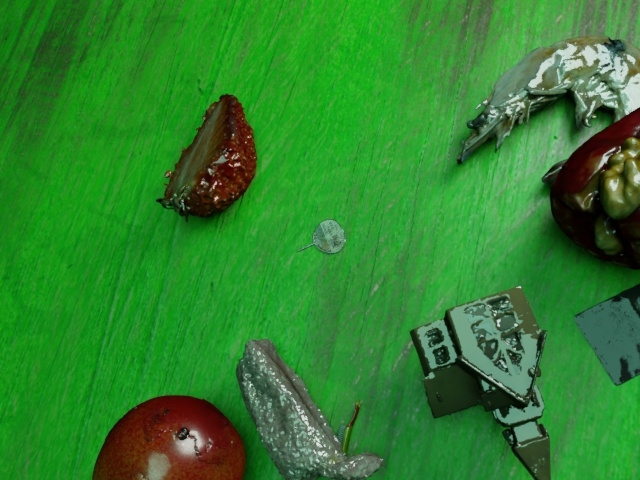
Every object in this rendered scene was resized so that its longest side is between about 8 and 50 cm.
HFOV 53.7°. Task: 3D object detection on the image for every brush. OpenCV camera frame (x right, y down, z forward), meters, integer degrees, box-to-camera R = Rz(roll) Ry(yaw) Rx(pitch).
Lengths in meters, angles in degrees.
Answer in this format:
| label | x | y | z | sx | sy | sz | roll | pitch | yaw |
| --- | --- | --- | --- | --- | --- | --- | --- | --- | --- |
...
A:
| label | x | y | z | sx | sy | sz | roll | pitch | yaw |
| --- | --- | --- | --- | --- | --- | --- | --- | --- | --- |
| brush | 0.041 | 0.280 | 0.951 | 0.021 | 0.019 | 0.083 | 13 | 77 | 24 |

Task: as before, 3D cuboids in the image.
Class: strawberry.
| label | x | y | z | sx | sy | sz | roll | pitch | yaw |
| --- | --- | --- | --- | --- | --- | --- | --- | --- | --- |
| strawberry | -0.168 | -0.128 | 1.083 | 0.175 | 0.106 | 0.236 | 20 | 73 | 53 |

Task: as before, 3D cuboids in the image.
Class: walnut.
| label | x | y | z | sx | sy | sz | roll | pitch | yaw |
| --- | --- | --- | --- | --- | --- | --- | --- | --- | --- |
| walnut | 0.467 | -0.095 | 0.875 | 0.269 | 0.244 | 0.221 | -44 | 50 | -14 |

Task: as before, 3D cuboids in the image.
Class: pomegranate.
| label | x | y | z | sx | sy | sz | roll | pitch | yaw |
| --- | --- | --- | --- | --- | --- | --- | --- | --- | --- |
| pomegranate | -0.211 | 0.332 | 0.886 | 0.210 | 0.210 | 0.235 | 15 | 101 | 15 |

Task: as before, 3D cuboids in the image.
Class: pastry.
| label | x | y | z | sx | sy | sz | roll | pitch | yaw |
| --- | --- | --- | --- | --- | --- | --- | --- | --- | --- |
| pastry | -0.040 | 0.264 | 0.919 | 0.265 | 0.103 | 0.112 | 42 | 94 | 28 |

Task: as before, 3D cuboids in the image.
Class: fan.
| label | x | y | z | sx | sy | sz | roll | pitch | yaw |
| --- | --- | --- | --- | --- | --- | --- | --- | --- | --- |
| fan | 0.009 | 0.003 | 1.053 | 0.060 | 0.003 | 0.080 | 37 | 82 | 19 |

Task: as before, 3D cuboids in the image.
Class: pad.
| label | x | y | z | sx | sy | sz | roll | pitch | yaw |
| --- | --- | --- | --- | --- | --- | --- | --- | --- | --- |
| pad | 0.487 | 0.120 | 0.930 | 0.193 | 0.004 | 0.116 | -27 | 69 | 2 |

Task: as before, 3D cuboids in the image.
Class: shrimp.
| label | x | y | z | sx | sy | sz | roll | pitch | yaw |
| --- | --- | --- | --- | --- | --- | --- | --- | --- | --- |
| shrimp | 0.384 | -0.195 | 1.016 | 0.360 | 0.085 | 0.247 | -26 | 77 | -2 |

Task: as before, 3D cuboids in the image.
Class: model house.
| label | x | y | z | sx | sy | sz | roll | pitch | yaw |
| --- | --- | --- | --- | --- | --- | --- | --- | --- | --- |
| model house | 0.236 | 0.215 | 0.850 | 0.176 | 0.181 | 0.248 | -19 | 69 | 4 |
